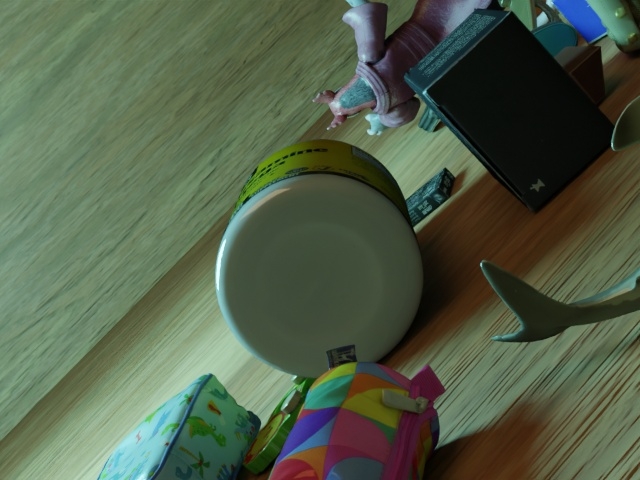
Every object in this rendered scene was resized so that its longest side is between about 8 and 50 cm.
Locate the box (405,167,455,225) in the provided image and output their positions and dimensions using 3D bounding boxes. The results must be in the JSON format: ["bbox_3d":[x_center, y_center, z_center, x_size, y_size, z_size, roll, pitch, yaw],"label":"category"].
[{"bbox_3d":[0.120,-0.045,1.407,0.083,0.018,0.067,-40,10,24],"label":"box"}]

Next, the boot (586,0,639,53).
[{"bbox_3d":[0.288,-0.287,1.169,0.095,0.203,0.262,-35,4,3],"label":"boot"}]

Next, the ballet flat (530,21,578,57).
[{"bbox_3d":[0.233,-0.187,1.422,0.188,0.070,0.070,-44,9,-15],"label":"ballet flat"}]

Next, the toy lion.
[{"bbox_3d":[-0.036,0.171,1.109,0.096,0.034,0.100,-49,7,20],"label":"toy lion"}]

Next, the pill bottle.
[{"bbox_3d":[0.000,0.000,1.200,0.188,0.188,0.334,-43,9,9],"label":"pill bottle"}]

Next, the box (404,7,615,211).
[{"bbox_3d":[0.175,-0.131,1.139,0.108,0.153,0.207,-43,10,7],"label":"box"}]

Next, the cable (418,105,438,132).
[{"bbox_3d":[0.184,-0.192,1.653,0.287,0.072,0.139,103,-169,-70],"label":"cable"}]

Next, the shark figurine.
[{"bbox_3d":[0.227,-0.029,0.737,0.278,0.166,0.116,-61,-17,2],"label":"shark figurine"}]

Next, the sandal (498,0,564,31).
[{"bbox_3d":[0.285,-0.281,1.538,0.088,0.079,0.240,113,160,-51],"label":"sandal"}]

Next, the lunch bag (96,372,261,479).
[{"bbox_3d":[-0.156,0.236,1.139,0.176,0.090,0.219,-40,10,21],"label":"lunch bag"}]

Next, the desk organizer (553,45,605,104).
[{"bbox_3d":[0.267,-0.170,1.240,0.050,0.047,0.130,-41,9,3],"label":"desk organizer"}]

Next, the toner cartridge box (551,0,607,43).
[{"bbox_3d":[0.418,-0.352,1.301,0.165,0.075,0.348,-49,10,-29],"label":"toner cartridge box"}]

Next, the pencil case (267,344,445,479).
[{"bbox_3d":[0.012,0.163,0.726,0.104,0.104,0.236,-39,12,29],"label":"pencil case"}]

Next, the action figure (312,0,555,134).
[{"bbox_3d":[0.159,-0.272,1.803,0.370,0.248,0.276,-40,35,-14],"label":"action figure"}]
